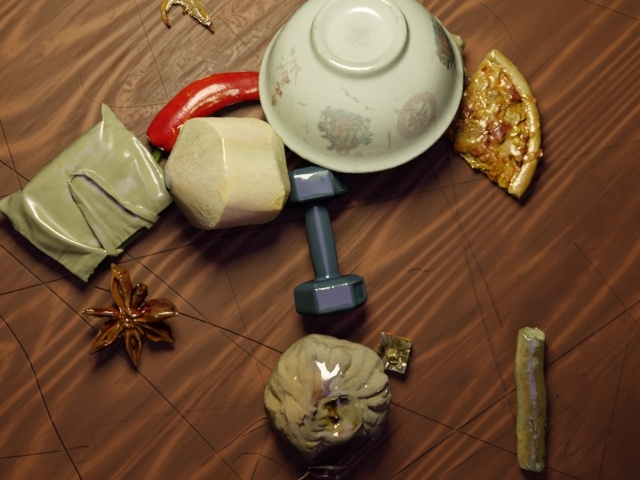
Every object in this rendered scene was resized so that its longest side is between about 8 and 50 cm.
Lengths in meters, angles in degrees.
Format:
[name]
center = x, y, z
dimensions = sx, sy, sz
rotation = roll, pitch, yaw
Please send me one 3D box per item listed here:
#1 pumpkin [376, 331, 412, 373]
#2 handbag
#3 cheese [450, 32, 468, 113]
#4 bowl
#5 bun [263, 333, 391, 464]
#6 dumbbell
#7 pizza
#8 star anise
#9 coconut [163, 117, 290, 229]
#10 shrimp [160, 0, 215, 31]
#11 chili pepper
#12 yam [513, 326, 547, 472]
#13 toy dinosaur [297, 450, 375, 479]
[pumpkin]
center = 0.159, 0.249, 1.739
dimensions = 0.074, 0.054, 0.083
rotation = 13, 93, -1
[handbag]
center = -0.475, -0.086, 1.642
dimensions = 0.316, 0.109, 0.253
rotation = -43, 103, -2
[cheese]
center = 0.237, -0.346, 1.720
dimensions = 0.175, 0.091, 0.203
rotation = -4, 81, -1
[bowl]
center = 0.080, -0.370, 1.579
dimensions = 0.434, 0.196, 0.435
rotation = -1, 72, 3
[bun]
center = 0.015, 0.327, 1.649
dimensions = 0.281, 0.205, 0.282
rotation = 0, 88, -5
[dumbbell]
center = 0.000, 0.000, 1.681
dimensions = 0.143, 0.156, 0.317
rotation = -11, 91, -36
[pizza]
center = 0.379, -0.251, 1.750
dimensions = 0.225, 0.086, 0.336
rotation = -9, 92, -5
[star anise]
center = -0.392, 0.160, 1.658
dimensions = 0.196, 0.111, 0.213
rotation = 14, 96, 0
[coconut]
center = -0.200, -0.135, 1.589
dimensions = 0.244, 0.239, 0.239
rotation = -6, 90, -39
[shrimp]
center = -0.287, -0.487, 1.714
dimensions = 0.127, 0.025, 0.091
rotation = 40, 86, 0
[chili pepper]
center = -0.243, -0.275, 1.689
dimensions = 0.368, 0.092, 0.137
rotation = -32, 108, -2
[yam]
center = 0.469, 0.354, 1.763
dimensions = 0.071, 0.067, 0.318
rotation = 0, 91, -19
[toy dinosaur]
center = 0.019, 0.498, 1.699
dimensions = 0.220, 0.108, 0.032
rotation = -19, 60, -18
